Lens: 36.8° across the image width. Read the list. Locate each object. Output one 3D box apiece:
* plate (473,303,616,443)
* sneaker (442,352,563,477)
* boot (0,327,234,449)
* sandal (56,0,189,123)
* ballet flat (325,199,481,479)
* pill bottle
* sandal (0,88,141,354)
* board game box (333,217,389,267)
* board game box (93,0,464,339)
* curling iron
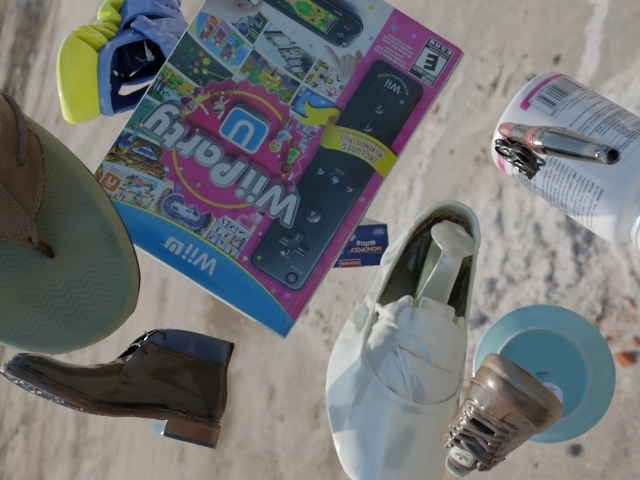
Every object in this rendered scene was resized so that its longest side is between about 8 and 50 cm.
[{"bbox_3d":[0.296,0.179,1.282,0.024,0.188,0.188,5,-81,-73],"label":"plate"},{"bbox_3d":[0.127,0.140,0.707,0.071,0.066,0.188,-52,-17,-13],"label":"sneaker"},{"bbox_3d":[-0.181,0.116,0.898,0.082,0.219,0.106,-7,63,57],"label":"boot"},{"bbox_3d":[-0.194,-0.221,1.102,0.317,0.138,0.126,-83,0,-52],"label":"sandal"},{"bbox_3d":[0.098,0.080,0.970,0.139,0.139,0.400,-61,3,34],"label":"ballet flat"},{"bbox_3d":[0.385,-0.096,1.292,0.283,0.160,0.160,40,120,32],"label":"pill bottle"},{"bbox_3d":[-0.210,-0.053,0.511,0.120,0.302,0.086,-36,23,-8],"label":"sandal"},{"bbox_3d":[0.000,0.000,1.394,0.194,0.194,0.060,-65,-28,-83],"label":"board game box"},{"bbox_3d":[-0.044,-0.095,0.882,0.303,0.224,0.097,-58,0,-3],"label":"board game box"},{"bbox_3d":[0.238,-0.093,0.970,0.035,0.068,0.274,-47,9,-3],"label":"curling iron"}]
